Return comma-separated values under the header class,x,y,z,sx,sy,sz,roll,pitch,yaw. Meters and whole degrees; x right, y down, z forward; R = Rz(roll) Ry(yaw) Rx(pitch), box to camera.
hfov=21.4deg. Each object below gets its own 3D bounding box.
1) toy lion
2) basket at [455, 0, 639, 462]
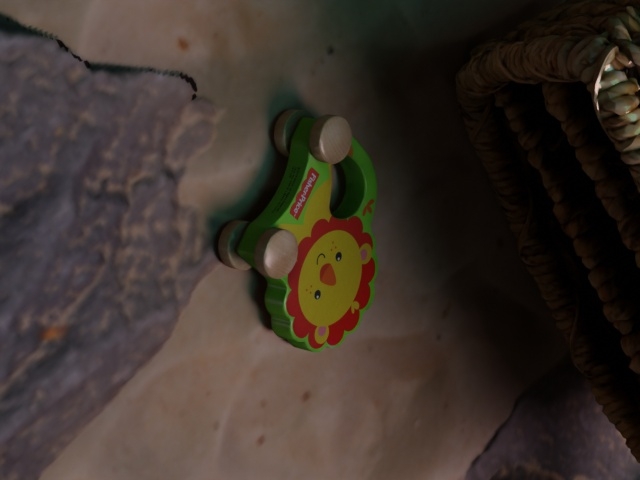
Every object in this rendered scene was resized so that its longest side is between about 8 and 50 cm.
class,x,y,z,sx,sy,sz,roll,pitch,yaw
toy lion,0.000,0.000,0.821,0.096,0.034,0.100,41,68,-45
basket,0.177,0.020,0.844,0.223,0.213,0.299,-35,101,-40
